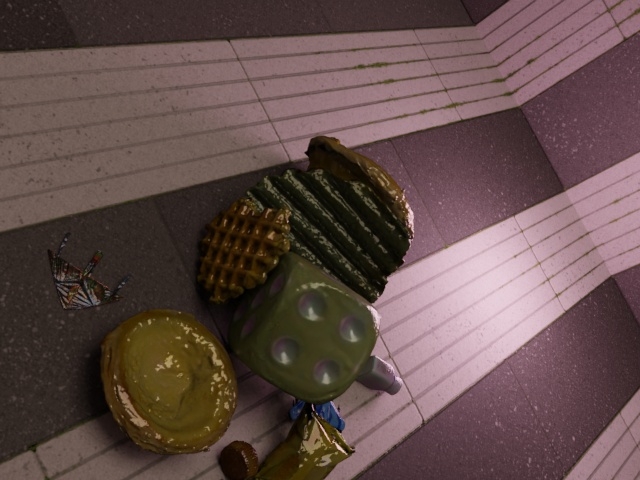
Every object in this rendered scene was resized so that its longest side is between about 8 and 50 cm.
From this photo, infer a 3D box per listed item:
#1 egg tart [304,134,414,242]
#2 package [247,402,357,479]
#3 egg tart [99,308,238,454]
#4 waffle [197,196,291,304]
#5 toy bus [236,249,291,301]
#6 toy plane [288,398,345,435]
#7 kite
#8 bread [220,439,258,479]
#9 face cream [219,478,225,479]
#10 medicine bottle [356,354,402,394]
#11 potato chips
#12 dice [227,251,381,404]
[{"bbox_3d":[0.079,-0.102,2.079,0.169,0.388,0.388,-43,100,-14],"label":"egg tart"},{"bbox_3d":[-0.042,0.479,1.716,0.168,0.090,0.226,47,72,-11],"label":"package"},{"bbox_3d":[-0.313,0.285,1.577,0.315,0.120,0.315,25,49,-32],"label":"egg tart"},{"bbox_3d":[-0.176,0.008,1.775,0.051,0.291,0.291,32,46,-42],"label":"waffle"},{"bbox_3d":[-0.146,0.065,1.855,0.172,0.072,0.057,-44,102,-5],"label":"toy bus"},{"bbox_3d":[-0.013,0.367,1.861,0.169,0.078,0.246,21,46,-36],"label":"toy plane"},{"bbox_3d":[-0.484,0.081,1.614,0.183,0.010,0.160,37,48,-18],"label":"kite"},{"bbox_3d":[-0.166,0.457,1.647,0.053,0.085,0.085,-16,78,-53],"label":"bread"},{"bbox_3d":[-0.162,0.540,1.633,0.130,0.034,0.034,42,43,-19],"label":"face cream"},{"bbox_3d":[0.152,0.349,2.032,0.118,0.074,0.055,35,45,-24],"label":"medicine bottle"},{"bbox_3d":[0.000,0.000,1.923,0.429,0.358,0.070,43,10,-11],"label":"potato chips"},{"bbox_3d":[-0.037,0.187,1.733,0.252,0.249,0.254,34,1,-19],"label":"dice"}]
